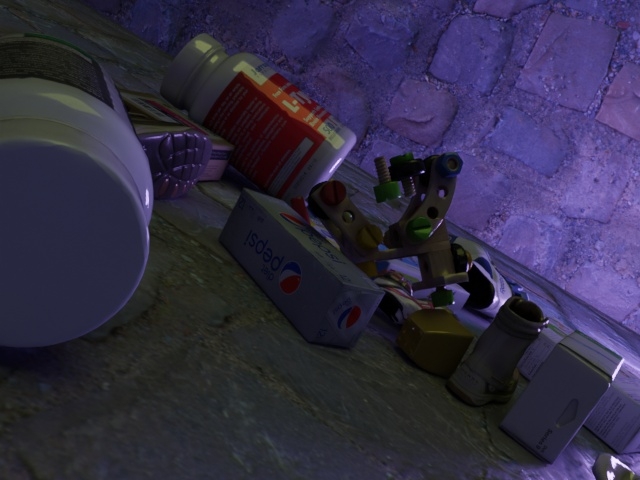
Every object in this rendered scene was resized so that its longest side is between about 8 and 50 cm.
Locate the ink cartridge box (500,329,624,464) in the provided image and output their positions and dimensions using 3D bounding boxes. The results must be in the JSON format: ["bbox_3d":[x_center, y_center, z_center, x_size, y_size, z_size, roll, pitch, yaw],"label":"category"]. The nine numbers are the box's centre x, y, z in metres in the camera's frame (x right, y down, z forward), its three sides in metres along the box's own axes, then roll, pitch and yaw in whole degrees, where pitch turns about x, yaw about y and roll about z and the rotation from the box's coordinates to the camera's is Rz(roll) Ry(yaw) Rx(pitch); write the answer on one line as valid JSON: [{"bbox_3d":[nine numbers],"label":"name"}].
[{"bbox_3d":[0.368,0.227,1.030,0.093,0.154,0.212,35,14,22],"label":"ink cartridge box"}]

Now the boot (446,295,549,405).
[{"bbox_3d":[0.292,0.167,1.064,0.077,0.165,0.213,38,17,30],"label":"boot"}]

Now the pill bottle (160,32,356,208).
[{"bbox_3d":[-0.140,-0.263,1.520,0.407,0.229,0.229,38,13,-2],"label":"pill bottle"}]

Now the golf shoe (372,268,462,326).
[{"bbox_3d":[0.159,0.131,1.177,0.186,0.067,0.086,34,42,9],"label":"golf shoe"}]

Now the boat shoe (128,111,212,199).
[{"bbox_3d":[-0.297,-0.152,1.074,0.130,0.132,0.355,37,13,17],"label":"boat shoe"}]

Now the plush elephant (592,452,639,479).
[{"bbox_3d":[0.507,0.314,0.844,0.272,0.330,0.255,43,-10,0],"label":"plush elephant"}]

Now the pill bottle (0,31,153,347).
[{"bbox_3d":[-0.271,-0.068,0.649,0.204,0.204,0.361,22,14,-29],"label":"pill bottle"}]

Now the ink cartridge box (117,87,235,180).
[{"bbox_3d":[-0.314,-0.211,1.366,0.234,0.088,0.193,31,14,9],"label":"ink cartridge box"}]

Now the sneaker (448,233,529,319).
[{"bbox_3d":[0.335,0.070,1.620,0.182,0.127,0.315,22,17,-40],"label":"sneaker"}]

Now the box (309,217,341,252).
[{"bbox_3d":[0.000,0.000,1.350,0.105,0.043,0.179,18,16,-44],"label":"box"}]

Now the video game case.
[{"bbox_3d":[0.155,0.042,1.486,0.244,0.061,0.269,22,15,-36],"label":"video game case"}]

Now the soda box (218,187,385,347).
[{"bbox_3d":[-0.037,0.034,1.009,0.091,0.098,0.286,15,19,-43],"label":"soda box"}]

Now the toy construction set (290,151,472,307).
[{"bbox_3d":[0.095,0.008,1.094,0.257,0.237,0.308,-15,-1,-44],"label":"toy construction set"}]

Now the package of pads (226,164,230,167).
[{"bbox_3d":[-0.248,-0.203,1.602,0.083,0.032,0.050,34,16,17],"label":"package of pads"}]

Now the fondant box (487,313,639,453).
[{"bbox_3d":[0.509,0.264,1.335,0.238,0.096,0.330,16,19,-46],"label":"fondant box"}]

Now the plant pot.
[{"bbox_3d":[0.166,0.153,1.052,0.083,0.081,0.081,13,20,-34],"label":"plant pot"}]
